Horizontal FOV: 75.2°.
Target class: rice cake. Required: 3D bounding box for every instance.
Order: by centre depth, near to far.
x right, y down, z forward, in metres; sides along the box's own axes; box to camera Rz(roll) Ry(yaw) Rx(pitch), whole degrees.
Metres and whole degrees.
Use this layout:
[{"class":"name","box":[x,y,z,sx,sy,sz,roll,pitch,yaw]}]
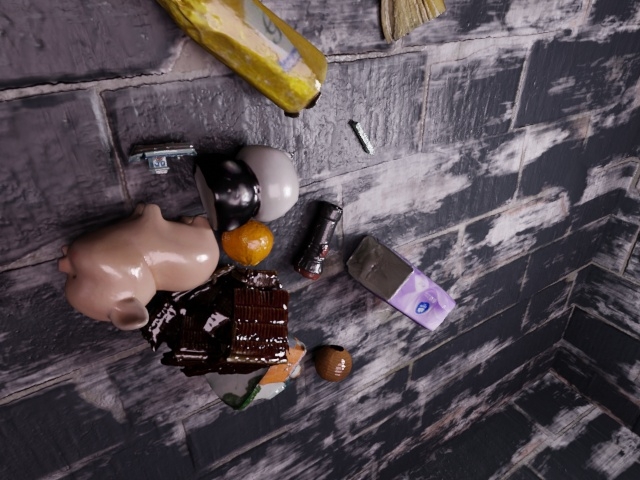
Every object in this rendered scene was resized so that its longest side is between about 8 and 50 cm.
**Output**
[{"class":"rice cake","box":[0.124,-0.293,1.195,0.021,0.022,0.121,-44,133,-5]}]

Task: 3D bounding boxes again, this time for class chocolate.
[{"class":"chocolate","box":[-0.182,-0.417,0.817,0.446,0.162,0.162,24,100,-40]}]

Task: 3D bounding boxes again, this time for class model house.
[{"class":"model house","box":[-0.245,0.208,1.040,0.317,0.283,0.296,17,100,-35]},{"class":"model house","box":[-0.169,0.374,1.306,0.271,0.190,0.301,-55,148,-1]}]

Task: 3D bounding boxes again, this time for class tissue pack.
[{"class":"tissue pack","box":[0.271,0.149,1.414,0.338,0.242,0.160,34,94,-42]}]

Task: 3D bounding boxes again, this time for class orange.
[{"class":"orange","box":[-0.189,0.004,1.067,0.136,0.117,0.135,0,154,0]}]

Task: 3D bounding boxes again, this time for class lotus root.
[{"class":"lotus root","box":[0.230,-0.598,1.055,0.160,0.095,0.135,-10,126,18]}]

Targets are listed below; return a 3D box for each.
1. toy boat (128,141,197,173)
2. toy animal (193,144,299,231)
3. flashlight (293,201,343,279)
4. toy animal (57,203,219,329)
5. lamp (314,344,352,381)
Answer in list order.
[{"class":"toy boat","box":[-0.342,-0.179,0.904,0.140,0.059,0.066,-11,104,-28]},{"class":"toy animal","box":[-0.165,-0.127,0.981,0.235,0.165,0.187,-21,105,-29]},{"class":"flashlight","box":[0.000,0.000,1.238,0.093,0.093,0.231,13,107,-40]},{"class":"toy animal","box":[-0.391,0.052,0.921,0.327,0.237,0.268,10,81,-36]},{"class":"lamp","box":[0.046,0.442,1.498,0.137,0.136,0.136,-17,125,-27]}]
